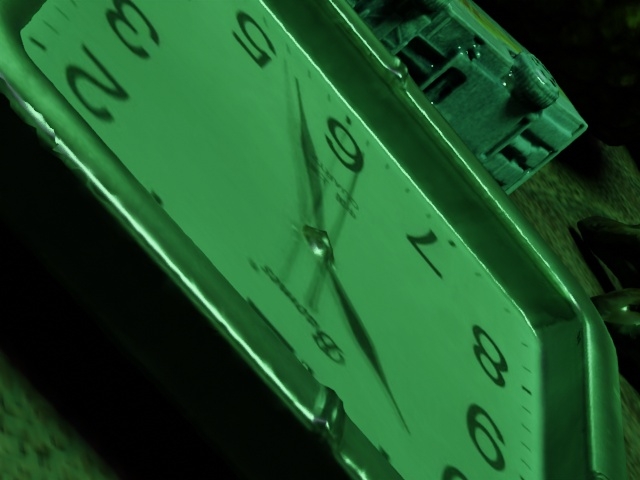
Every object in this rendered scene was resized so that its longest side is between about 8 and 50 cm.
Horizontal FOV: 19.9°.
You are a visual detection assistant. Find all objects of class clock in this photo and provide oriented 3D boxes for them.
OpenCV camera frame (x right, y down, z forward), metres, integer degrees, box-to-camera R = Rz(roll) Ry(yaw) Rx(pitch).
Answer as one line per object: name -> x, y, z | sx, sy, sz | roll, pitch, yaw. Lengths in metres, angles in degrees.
clock -> -0.001, 0.000, 0.558 | 0.273, 0.049, 0.279 | 49, 21, -14

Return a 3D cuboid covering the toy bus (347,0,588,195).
toy bus -> 0.040, -0.085, 0.765 | 0.190, 0.064, 0.075 | 34, 23, -45

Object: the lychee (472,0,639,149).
lychee -> 0.194, -0.168, 0.985 | 0.236, 0.271, 0.236 | 17, 60, -31

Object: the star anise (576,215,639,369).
star anise -> 0.241, 0.066, 0.882 | 0.272, 0.102, 0.272 | 31, 28, -19
